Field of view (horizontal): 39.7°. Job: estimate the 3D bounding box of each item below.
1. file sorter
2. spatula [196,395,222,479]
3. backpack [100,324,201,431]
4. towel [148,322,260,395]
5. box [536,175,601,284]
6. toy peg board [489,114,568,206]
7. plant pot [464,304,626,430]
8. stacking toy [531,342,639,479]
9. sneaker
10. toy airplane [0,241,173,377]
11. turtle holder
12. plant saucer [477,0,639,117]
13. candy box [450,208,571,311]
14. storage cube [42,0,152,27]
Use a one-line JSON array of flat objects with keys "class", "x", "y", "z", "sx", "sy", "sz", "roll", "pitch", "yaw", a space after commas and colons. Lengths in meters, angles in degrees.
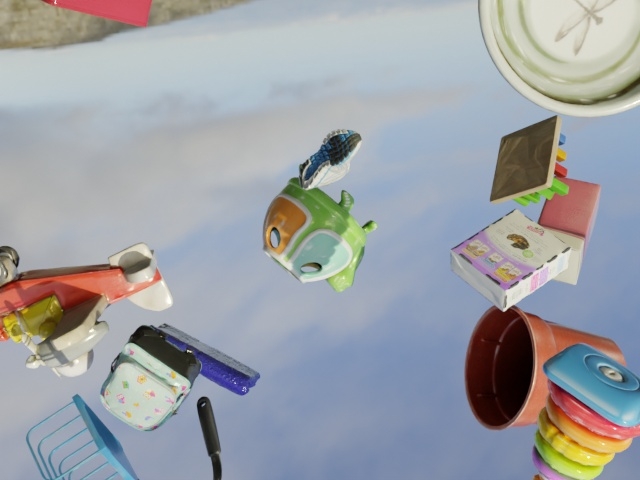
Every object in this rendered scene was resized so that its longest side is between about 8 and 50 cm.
[{"class": "file sorter", "x": -0.377, "y": 0.354, "z": 1.419, "sx": 0.104, "sy": 0.170, "sz": 0.118, "roll": -33, "pitch": -128, "yaw": -11}, {"class": "spatula", "x": -0.192, "y": 0.405, "z": 1.609, "sx": 0.084, "sy": 0.030, "sz": 0.296, "roll": -25, "pitch": -135, "yaw": 4}, {"class": "backpack", "x": -0.349, "y": 0.292, "z": 1.768, "sx": 0.166, "sy": 0.188, "sz": 0.144, "roll": 32, "pitch": -145, "yaw": -5}, {"class": "towel", "x": -0.314, "y": 0.318, "z": 2.321, "sx": 0.308, "sy": 0.076, "sz": 0.227, "roll": 27, "pitch": 179, "yaw": 5}, {"class": "box", "x": 0.627, "y": -0.027, "z": 2.274, "sx": 0.127, "sy": 0.149, "sz": 0.232, "roll": 14, "pitch": -125, "yaw": 20}, {"class": "toy peg board", "x": 0.446, "y": -0.152, "z": 1.835, "sx": 0.079, "sy": 0.161, "sz": 0.161, "roll": 26, "pitch": 156, "yaw": -27}, {"class": "plant pot", "x": 0.496, "y": 0.288, "z": 1.926, "sx": 0.265, "sy": 0.272, "sz": 0.272, "roll": 11, "pitch": -172, "yaw": -21}, {"class": "stacking toy", "x": 0.394, "y": 0.330, "z": 1.406, "sx": 0.166, "sy": 0.302, "sz": 0.175, "roll": 36, "pitch": -154, "yaw": 30}, {"class": "sneaker", "x": 0.035, "y": -0.165, "z": 1.792, "sx": 0.083, "sy": 0.071, "sz": 0.190, "roll": 1, "pitch": 156, "yaw": -35}, {"class": "toy airplane", "x": -0.493, "y": 0.145, "z": 1.825, "sx": 0.384, "sy": 0.272, "sz": 0.386, "roll": 5, "pitch": -167, "yaw": 37}, {"class": "turtle holder", "x": -0.016, "y": -0.012, "z": 2.209, "sx": 0.243, "sy": 0.227, "sz": 0.320, "roll": 36, "pitch": 172, "yaw": 17}, {"class": "plant saucer", "x": 0.477, "y": -0.423, "z": 1.597, "sx": 0.400, "sy": 0.400, "sz": 0.100, "roll": -6, "pitch": -173, "yaw": 1}, {"class": "candy box", "x": 0.405, "y": 0.038, "z": 1.890, "sx": 0.196, "sy": 0.070, "sz": 0.165, "roll": -30, "pitch": -132, "yaw": -22}, {"class": "storage cube", "x": -0.400, "y": -0.498, "z": 1.531, "sx": 0.215, "sy": 0.193, "sz": 0.183, "roll": 1, "pitch": -158, "yaw": -45}]
